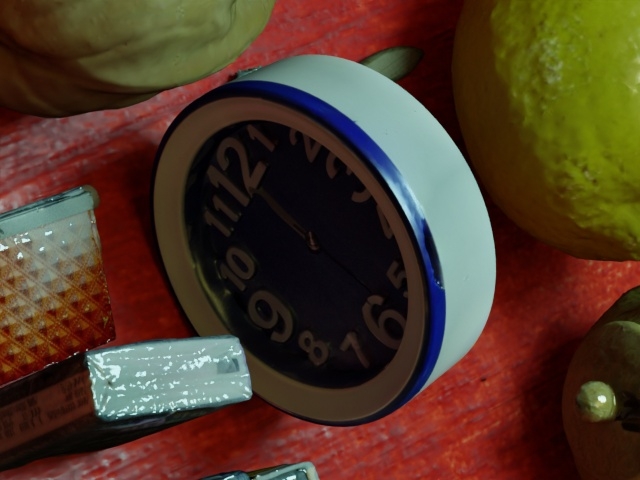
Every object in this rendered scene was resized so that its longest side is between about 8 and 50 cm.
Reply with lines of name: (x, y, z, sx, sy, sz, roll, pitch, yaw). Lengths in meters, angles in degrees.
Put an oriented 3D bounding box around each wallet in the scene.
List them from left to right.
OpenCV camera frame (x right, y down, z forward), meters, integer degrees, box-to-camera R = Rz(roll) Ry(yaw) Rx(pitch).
wallet: (-0.207, 0.041, 1.175, 0.196, 0.020, 0.103, -21, 112, -44)

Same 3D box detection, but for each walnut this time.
walnut: (-0.128, -0.188, 1.183, 0.225, 0.225, 0.261, 56, 48, -14)

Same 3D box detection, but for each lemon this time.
lemon: (0.209, -0.121, 1.446, 0.236, 0.236, 0.263, 39, 63, -26)

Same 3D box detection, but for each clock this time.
clock: (0.000, 0.000, 1.233, 0.083, 0.230, 0.230, -31, 99, -40)

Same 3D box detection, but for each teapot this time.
teapot: (0.255, 0.110, 1.428, 0.167, 0.203, 0.311, 6, 114, -34)

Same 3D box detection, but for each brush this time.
brush: (0.011, -0.112, 1.416, 0.196, 0.021, 0.070, -25, 94, -44)

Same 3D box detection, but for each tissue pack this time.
tissue pack: (-0.130, 0.096, 1.149, 0.112, 0.156, 0.051, -5, 78, -41)

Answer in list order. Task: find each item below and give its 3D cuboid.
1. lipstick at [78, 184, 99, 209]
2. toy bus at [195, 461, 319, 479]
lipstick: (-0.179, -0.012, 1.227, 0.094, 0.019, 0.019, -27, 96, -41)
toy bus: (-0.118, 0.201, 1.165, 0.268, 0.106, 0.092, -12, 87, -39)
